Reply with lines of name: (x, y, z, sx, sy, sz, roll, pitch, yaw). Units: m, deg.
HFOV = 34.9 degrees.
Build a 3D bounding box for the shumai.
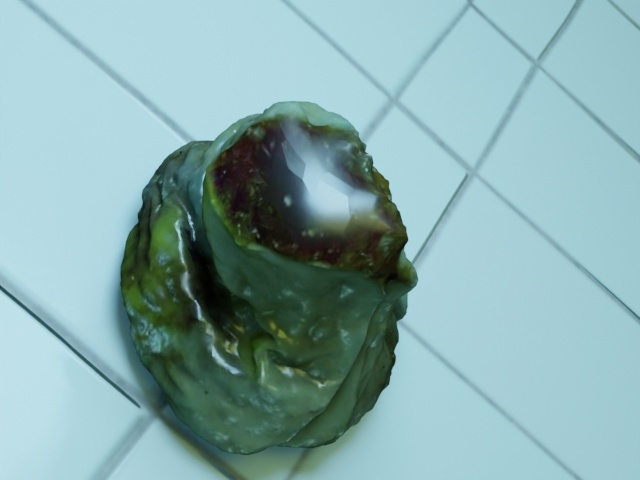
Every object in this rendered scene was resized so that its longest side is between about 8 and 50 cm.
shumai: (0.000, 0.000, 0.869, 0.304, 0.263, 0.309, -17, 74, -36)
